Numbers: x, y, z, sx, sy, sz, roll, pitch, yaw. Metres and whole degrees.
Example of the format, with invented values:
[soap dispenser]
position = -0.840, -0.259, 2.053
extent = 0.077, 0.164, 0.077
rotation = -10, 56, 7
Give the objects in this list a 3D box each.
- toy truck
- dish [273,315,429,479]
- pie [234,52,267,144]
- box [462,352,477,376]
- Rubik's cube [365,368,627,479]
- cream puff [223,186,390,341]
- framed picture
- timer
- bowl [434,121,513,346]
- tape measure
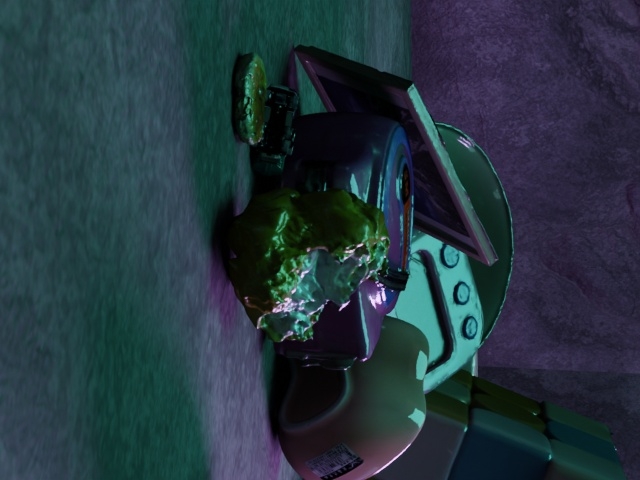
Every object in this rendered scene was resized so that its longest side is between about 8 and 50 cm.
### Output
[toy truck]
position = -0.045, -0.106, 1.137
extent = 0.044, 0.039, 0.083
rotation = 112, -12, -60
[dish]
position = 0.016, 0.162, 1.312
extent = 0.090, 0.213, 0.213
rotation = 37, 47, -39
[pie]
position = -0.062, -0.128, 1.061
extent = 0.084, 0.020, 0.084
rotation = 3, 90, -82
[box]
position = 0.149, 0.251, 1.956
extent = 0.143, 0.224, 0.341
rotation = 54, 38, -74
[Rubik's cube]
position = 0.204, 0.392, 1.667
extent = 0.347, 0.344, 0.347
rotation = -25, 135, -81
[cream puff]
position = -0.020, 0.006, 1.021
extent = 0.156, 0.156, 0.121
rotation = 80, -17, -56
[framed picture]
position = 0.089, -0.100, 1.358
extent = 0.019, 0.209, 0.281
rotation = -44, 129, -16
[timer]
position = 0.123, 0.083, 1.510
extent = 0.190, 0.069, 0.209
rotation = -29, 111, -38
[bowl]
position = 0.110, 0.010, 1.652
extent = 0.337, 0.157, 0.337
rotation = 1, 88, -43
[tape measure]
position = 0.016, -0.016, 1.237
extent = 0.245, 0.149, 0.232
rotation = -52, 141, -66
